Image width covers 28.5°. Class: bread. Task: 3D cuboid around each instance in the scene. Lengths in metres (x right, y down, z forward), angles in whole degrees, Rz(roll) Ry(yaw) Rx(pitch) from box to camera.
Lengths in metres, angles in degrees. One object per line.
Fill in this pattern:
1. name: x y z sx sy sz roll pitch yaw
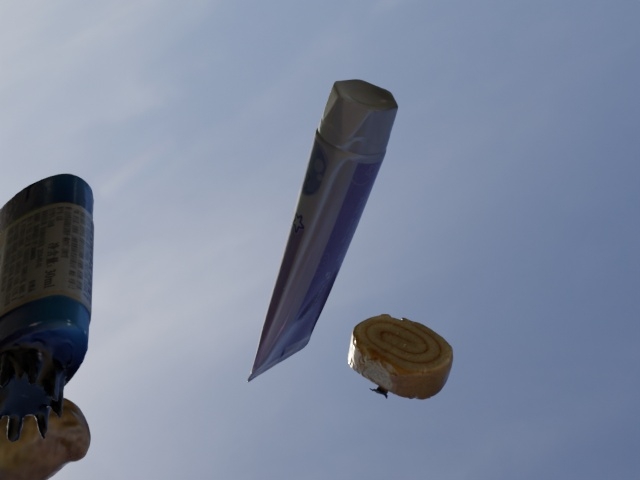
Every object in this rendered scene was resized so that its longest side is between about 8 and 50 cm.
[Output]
1. bread: 0.118 0.170 1.831 0.149 0.073 0.122 29 -140 26

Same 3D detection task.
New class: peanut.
1. peanut: -0.368 0.201 1.306 0.122 0.253 0.137 -6 -113 69

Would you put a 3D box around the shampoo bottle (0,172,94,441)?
1. shampoo bottle: -0.170 0.038 0.742 0.087 0.050 0.183 -37 -146 19

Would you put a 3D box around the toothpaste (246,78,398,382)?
1. toothpaste: 0.000 0.000 1.420 0.080 0.371 0.125 30 -148 22
